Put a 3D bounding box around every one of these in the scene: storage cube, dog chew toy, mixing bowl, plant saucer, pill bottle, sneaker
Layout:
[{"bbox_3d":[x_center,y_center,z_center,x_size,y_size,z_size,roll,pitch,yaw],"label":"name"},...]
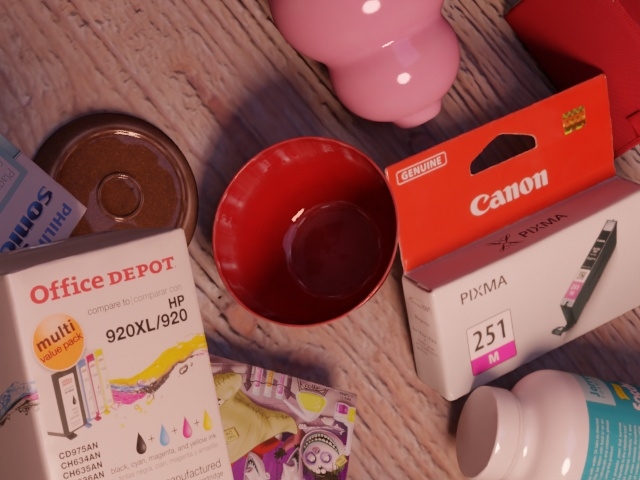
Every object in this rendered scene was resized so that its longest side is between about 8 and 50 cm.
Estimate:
[{"bbox_3d":[0.336,-0.227,1.841,0.183,0.215,0.193,-37,90,-22],"label":"storage cube"},{"bbox_3d":[0.027,-0.262,1.729,0.206,0.206,0.332,-30,102,-23],"label":"dog chew toy"},{"bbox_3d":[0.000,0.000,1.707,0.181,0.098,0.181,-4,78,18],"label":"mixing bowl"},{"bbox_3d":[-0.190,-0.040,1.693,0.168,0.029,0.168,4,80,-21],"label":"plant saucer"},{"bbox_3d":[0.270,0.208,1.777,0.264,0.146,0.146,11,78,-21],"label":"pill bottle"},{"bbox_3d":[0.176,-0.014,1.828,0.053,0.059,0.144,24,92,-38],"label":"sneaker"}]

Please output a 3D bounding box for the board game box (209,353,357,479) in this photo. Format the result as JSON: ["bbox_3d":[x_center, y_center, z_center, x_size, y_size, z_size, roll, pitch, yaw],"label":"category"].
[{"bbox_3d":[-0.142,0.195,1.637,0.347,0.056,0.208,16,68,-17],"label":"board game box"}]

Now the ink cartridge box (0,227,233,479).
[{"bbox_3d":[-0.199,0.118,1.467,0.171,0.168,0.233,-15,97,-37],"label":"ink cartridge box"}]

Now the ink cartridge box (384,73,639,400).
[{"bbox_3d":[0.205,-0.005,1.777,0.275,0.060,0.239,-24,121,-23],"label":"ink cartridge box"}]

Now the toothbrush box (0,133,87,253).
[{"bbox_3d":[-0.381,-0.029,1.520,0.295,0.126,0.216,44,63,-27],"label":"toothbrush box"}]
